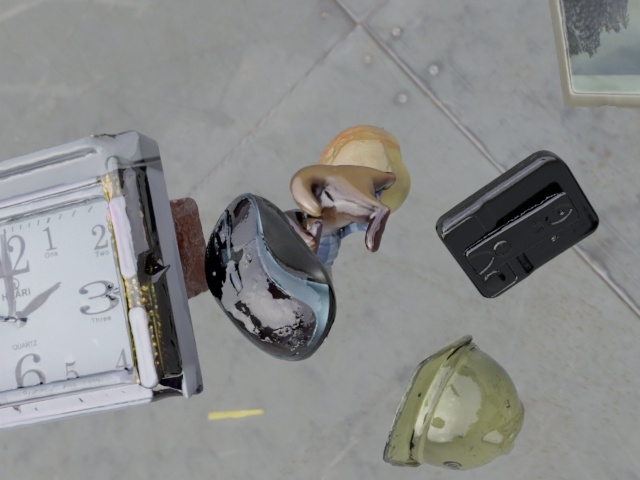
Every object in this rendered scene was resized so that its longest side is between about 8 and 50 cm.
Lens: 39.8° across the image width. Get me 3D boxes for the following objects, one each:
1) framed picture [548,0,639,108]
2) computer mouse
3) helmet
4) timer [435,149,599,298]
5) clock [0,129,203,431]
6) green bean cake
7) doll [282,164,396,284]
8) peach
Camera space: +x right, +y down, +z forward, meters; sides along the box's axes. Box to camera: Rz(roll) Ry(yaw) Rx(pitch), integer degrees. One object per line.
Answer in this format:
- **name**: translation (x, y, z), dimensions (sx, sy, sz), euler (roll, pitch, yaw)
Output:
- **framed picture**: translation (0.304, -0.218, 0.781), dimensions (0.289, 0.016, 0.213), euler (20, 127, 61)
- **computer mouse**: translation (-0.076, 0.046, 1.099), dimensions (0.137, 0.096, 0.233), euler (-51, 59, 24)
- **helmet**: translation (0.209, 0.248, 1.234), dimensions (0.137, 0.257, 0.204), euler (24, 107, 24)
- **timer**: translation (0.261, -0.018, 1.162), dimensions (0.187, 0.144, 0.055), euler (-35, 27, 9)
- **clock**: translation (-0.211, 0.040, 0.633), dimensions (0.253, 0.083, 0.186), euler (-12, 86, 16)
- **green bean cake**: translation (-0.204, 0.016, 1.157), dimensions (0.056, 0.136, 0.135), euler (-4, 98, 25)
- **doll**: translation (0.004, 0.003, 1.751), dimensions (0.209, 0.318, 0.339), euler (46, 123, 15)
- **peach**: translation (0.078, -0.141, 1.932), dimensions (0.233, 0.232, 0.232), euler (-11, 69, 29)
